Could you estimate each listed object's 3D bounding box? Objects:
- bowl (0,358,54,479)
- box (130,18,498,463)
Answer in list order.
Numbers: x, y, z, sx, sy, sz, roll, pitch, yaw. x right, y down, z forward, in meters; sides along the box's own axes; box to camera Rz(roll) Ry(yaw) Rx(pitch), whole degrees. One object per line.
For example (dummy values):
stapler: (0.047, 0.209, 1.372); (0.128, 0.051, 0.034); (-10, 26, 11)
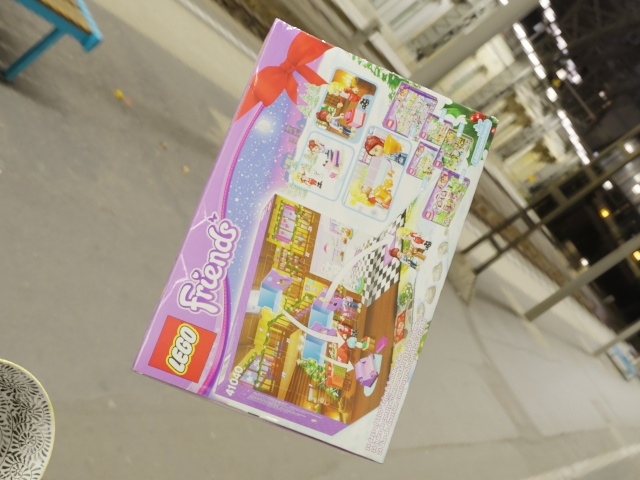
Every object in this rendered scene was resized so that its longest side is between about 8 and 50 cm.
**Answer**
bowl: (-0.336, 0.177, 0.781); (0.080, 0.170, 0.170); (15, -18, 44)
box: (0.000, 0.000, 0.683); (0.201, 0.293, 0.057); (23, -12, -10)
